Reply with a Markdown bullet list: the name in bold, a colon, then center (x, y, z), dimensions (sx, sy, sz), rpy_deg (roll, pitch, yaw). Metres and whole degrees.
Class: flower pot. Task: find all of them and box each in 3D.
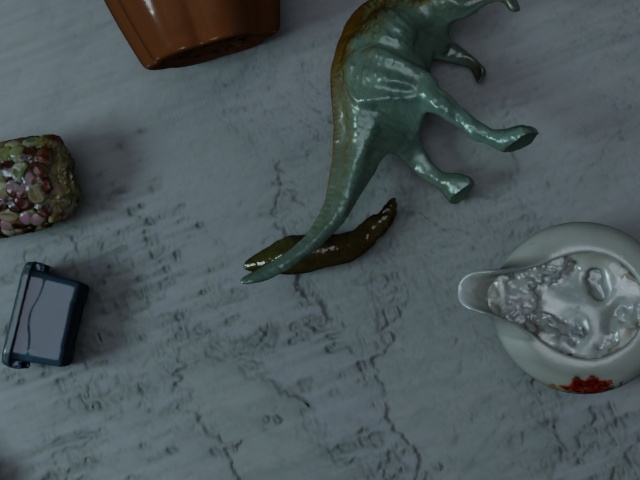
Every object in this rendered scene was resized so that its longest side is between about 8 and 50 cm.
- **flower pot**: center (-0.123, -0.253, 0.969), dimensions (0.191, 0.190, 0.173), rpy_deg (-15, 92, 7)

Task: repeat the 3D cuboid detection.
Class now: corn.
- **corn**: center (-0.361, -0.039, 1.015), dimensions (0.280, 0.092, 0.092), rpy_deg (-9, 80, 9)

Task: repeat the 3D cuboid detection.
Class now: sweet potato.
- **sweet potato**: center (0.003, 0.006, 0.977), dimensions (0.153, 0.038, 0.041), rpy_deg (-20, 95, 4)

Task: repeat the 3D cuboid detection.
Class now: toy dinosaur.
- **toy dinosaur**: center (0.070, -0.105, 0.955), dimensions (0.205, 0.092, 0.393), rpy_deg (43, 92, 12)

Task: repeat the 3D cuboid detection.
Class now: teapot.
- **teapot**: center (0.230, 0.057, 0.905), dimensions (0.226, 0.092, 0.145), rpy_deg (2, 85, 8)

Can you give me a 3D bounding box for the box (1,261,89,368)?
- **box**: center (-0.253, 0.073, 0.994), dimensions (0.054, 0.074, 0.099), rpy_deg (12, 84, -3)
